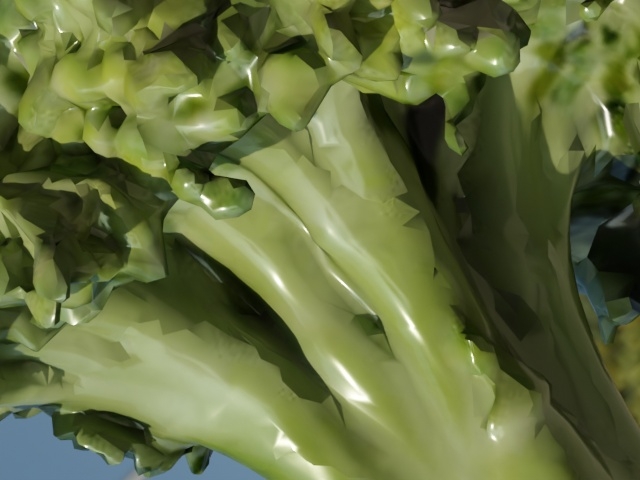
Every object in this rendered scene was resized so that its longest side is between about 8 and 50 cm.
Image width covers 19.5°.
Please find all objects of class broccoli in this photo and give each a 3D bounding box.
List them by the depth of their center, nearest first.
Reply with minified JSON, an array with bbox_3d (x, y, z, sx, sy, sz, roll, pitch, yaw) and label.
[{"bbox_3d":[0.000,-0.023,0.608,0.317,0.277,0.338,37,-146,-7],"label":"broccoli"}]
